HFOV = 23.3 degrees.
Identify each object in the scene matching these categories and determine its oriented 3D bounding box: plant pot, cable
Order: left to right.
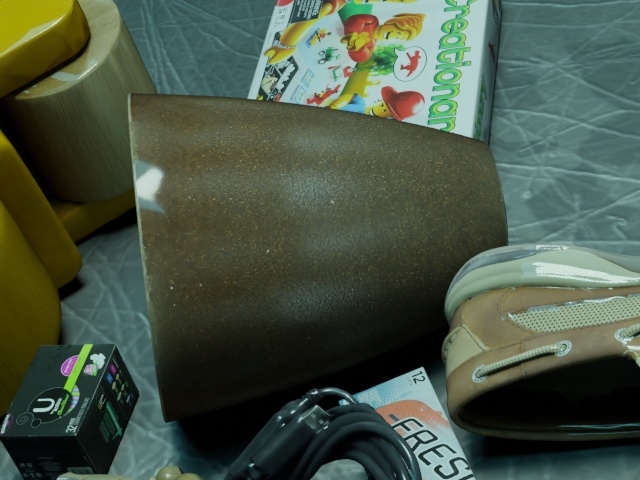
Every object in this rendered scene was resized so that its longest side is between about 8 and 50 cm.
[{"bbox_3d":[-0.016,0.176,0.871,0.184,0.047,0.150,-49,38,1],"label":"cable"},{"bbox_3d":[0.000,0.000,1.022,0.230,0.215,0.215,-6,38,-5],"label":"plant pot"}]

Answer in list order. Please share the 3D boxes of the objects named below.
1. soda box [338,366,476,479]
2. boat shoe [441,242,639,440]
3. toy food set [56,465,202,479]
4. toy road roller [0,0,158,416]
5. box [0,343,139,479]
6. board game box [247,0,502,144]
[{"bbox_3d":[0.066,0.158,0.890,0.058,0.063,0.183,-22,38,-1],"label":"soda box"},{"bbox_3d":[0.222,0.073,0.894,0.324,0.123,0.116,-5,48,27],"label":"boat shoe"},{"bbox_3d":[-0.118,0.156,0.973,0.122,0.019,0.078,2,7,15],"label":"toy food set"},{"bbox_3d":[-0.243,-0.016,1.138,0.329,0.202,0.240,-34,52,-9],"label":"toy road roller"},{"bbox_3d":[-0.169,0.117,1.053,0.062,0.052,0.083,-3,42,19],"label":"box"},{"bbox_3d":[0.038,-0.110,1.234,0.193,0.053,0.305,-7,40,16],"label":"board game box"}]
